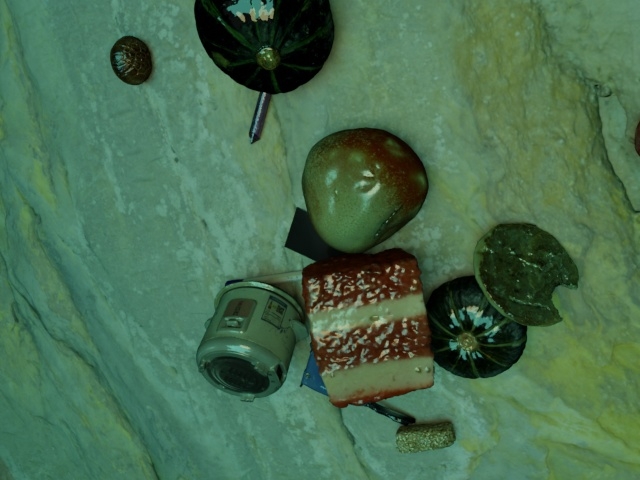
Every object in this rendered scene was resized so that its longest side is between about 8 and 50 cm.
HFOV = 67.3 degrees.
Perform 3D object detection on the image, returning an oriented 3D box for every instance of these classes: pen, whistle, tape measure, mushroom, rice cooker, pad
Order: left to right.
[{"bbox_3d":[-0.513,-0.491,1.312,0.084,0.109,0.126,-4,120,15],"label":"mushroom"},{"bbox_3d":[-0.186,0.259,1.315,0.316,0.317,0.264,-2,130,20],"label":"rice cooker"},{"bbox_3d":[-0.158,-0.340,1.269,0.033,0.033,0.177,24,111,11],"label":"whistle"},{"bbox_3d":[-0.157,0.117,1.401,0.269,0.033,0.033,-10,102,21],"label":"pen"},{"bbox_3d":[0.000,0.000,1.329,0.190,0.004,0.127,25,112,12],"label":"pad"},{"bbox_3d":[0.125,0.386,1.350,0.351,0.098,0.215,20,112,10],"label":"tape measure"}]

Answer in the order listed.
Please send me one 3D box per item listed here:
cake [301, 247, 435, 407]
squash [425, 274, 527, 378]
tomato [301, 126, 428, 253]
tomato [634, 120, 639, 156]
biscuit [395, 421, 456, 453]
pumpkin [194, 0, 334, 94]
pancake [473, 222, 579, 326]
[{"bbox_3d":[0.106,0.194,1.154,0.269,0.270,0.320,-10,96,1],"label":"cake"},{"bbox_3d":[0.372,0.214,1.174,0.252,0.165,0.252,7,109,22],"label":"squash"},{"bbox_3d":[0.098,-0.117,1.131,0.303,0.239,0.304,7,111,18],"label":"tomato"},{"bbox_3d":[0.711,-0.204,0.980,0.139,0.091,0.159,12,82,6],"label":"tomato"},{"bbox_3d":[0.294,0.551,1.347,0.168,0.082,0.070,-19,88,27],"label":"biscuit"},{"bbox_3d":[-0.122,-0.471,1.074,0.315,0.239,0.315,-1,140,-1],"label":"pumpkin"},{"bbox_3d":[0.464,0.072,1.096,0.253,0.037,0.254,2,67,-4],"label":"pancake"}]
